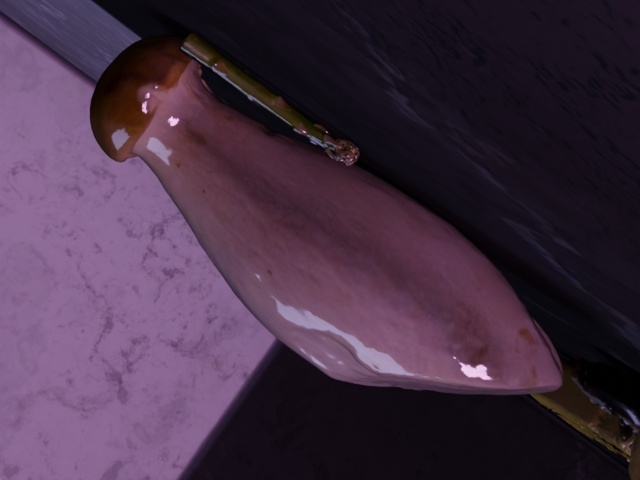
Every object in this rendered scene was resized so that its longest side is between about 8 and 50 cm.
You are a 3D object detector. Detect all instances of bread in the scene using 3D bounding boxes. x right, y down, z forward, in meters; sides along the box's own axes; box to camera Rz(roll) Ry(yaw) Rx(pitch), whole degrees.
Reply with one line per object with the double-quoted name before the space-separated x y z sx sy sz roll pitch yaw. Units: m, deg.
"bread" 0.270 0.165 1.290 0.088 0.049 0.226 36 177 -26

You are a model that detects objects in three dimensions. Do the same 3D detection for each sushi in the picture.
"sushi" 0.215 0.115 1.093 0.083 0.044 0.046 30 176 46

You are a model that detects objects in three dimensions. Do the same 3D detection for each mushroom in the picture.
"mushroom" 0.000 0.000 0.959 0.350 0.128 0.128 39 178 3

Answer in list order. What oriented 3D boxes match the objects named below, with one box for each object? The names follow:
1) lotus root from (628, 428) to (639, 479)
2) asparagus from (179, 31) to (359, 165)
"lotus root" 0.288 0.184 1.010 0.183 0.077 0.090 38 -174 19
"asparagus" -0.030 -0.083 0.900 0.127 0.015 0.018 35 180 3
